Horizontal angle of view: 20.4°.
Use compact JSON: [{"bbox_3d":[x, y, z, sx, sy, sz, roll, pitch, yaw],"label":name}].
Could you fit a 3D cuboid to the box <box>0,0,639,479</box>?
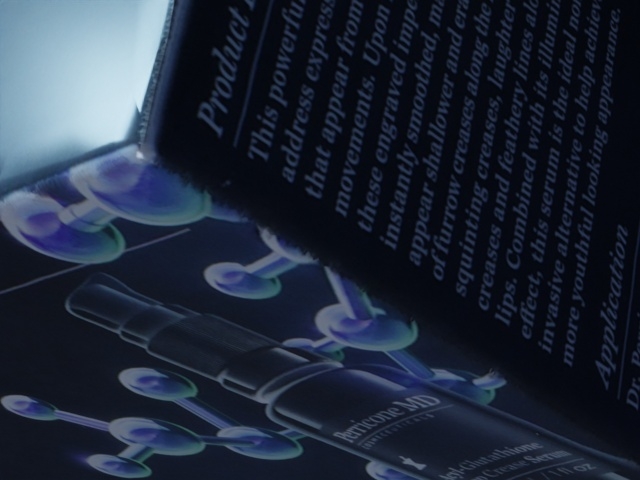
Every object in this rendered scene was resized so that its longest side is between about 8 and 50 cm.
[{"bbox_3d":[0.000,0.000,0.735,0.293,0.212,0.395,-16,142,43],"label":"box"}]
